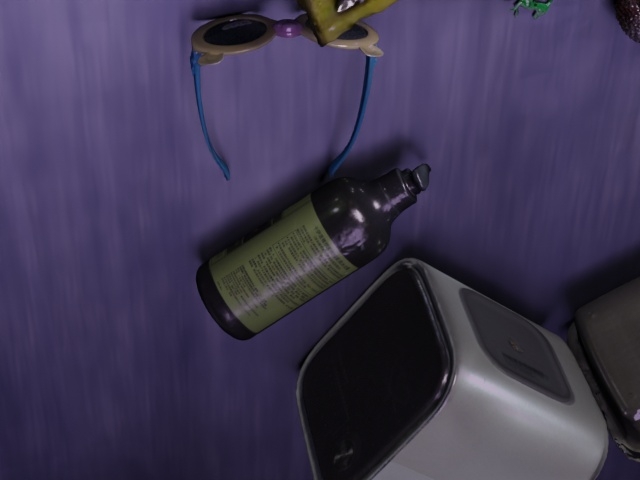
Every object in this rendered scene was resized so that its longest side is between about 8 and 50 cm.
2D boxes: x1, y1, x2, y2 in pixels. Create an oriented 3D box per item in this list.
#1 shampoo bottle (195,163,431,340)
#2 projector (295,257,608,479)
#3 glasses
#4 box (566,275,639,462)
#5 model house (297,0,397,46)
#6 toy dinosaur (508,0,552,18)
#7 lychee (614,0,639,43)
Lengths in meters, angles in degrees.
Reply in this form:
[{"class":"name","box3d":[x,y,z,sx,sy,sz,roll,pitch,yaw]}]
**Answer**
[{"class":"shampoo bottle","box3d":[0.000,0.000,1.520,0.284,0.101,0.101,-33,127,14]},{"class":"projector","box3d":[0.149,0.203,1.617,0.249,0.248,0.248,28,117,-29]},{"class":"glasses","box3d":[-0.043,-0.155,1.432,0.190,0.088,0.220,-4,148,-10]},{"class":"box","box3d":[0.459,0.129,1.651,0.290,0.220,0.166,-28,142,10]},{"class":"model house","box3d":[0.047,-0.326,1.241,0.234,0.175,0.193,-29,136,-4]},{"class":"toy dinosaur","box3d":[0.221,-0.261,1.414,0.062,0.021,0.083,14,128,-31]},{"class":"lychee","box3d":[0.341,-0.236,1.429,0.068,0.067,0.083,-4,159,25]}]
